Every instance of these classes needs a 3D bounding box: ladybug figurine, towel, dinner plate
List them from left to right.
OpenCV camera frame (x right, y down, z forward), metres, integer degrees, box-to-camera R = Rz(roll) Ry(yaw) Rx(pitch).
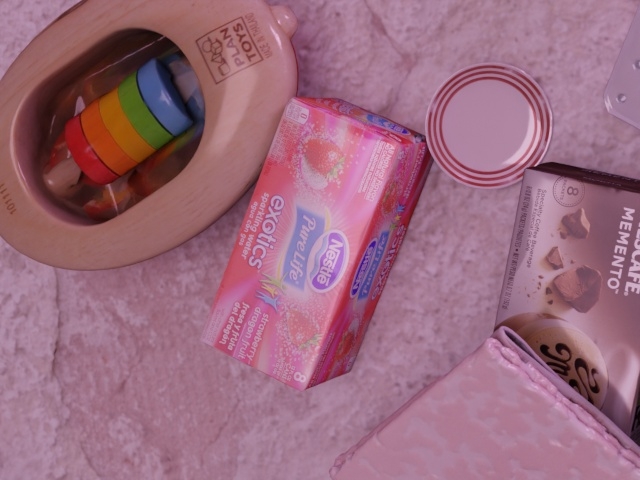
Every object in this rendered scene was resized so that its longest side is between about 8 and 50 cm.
[{"bbox_3d":[-0.199,-0.139,1.765,0.449,0.162,0.305,-28,83,22],"label":"ladybug figurine"},{"bbox_3d":[0.186,-0.127,1.671,0.141,0.017,0.141,0,99,1],"label":"dinner plate"},{"bbox_3d":[0.214,0.276,1.596,0.332,0.053,0.317,41,132,-2],"label":"towel"}]

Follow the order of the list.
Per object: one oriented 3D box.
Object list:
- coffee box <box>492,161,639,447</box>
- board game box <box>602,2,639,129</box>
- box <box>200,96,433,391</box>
[{"bbox_3d":[0.282,0.077,1.611,0.168,0.119,0.297,14,100,21],"label":"coffee box"},{"bbox_3d":[0.509,-0.216,1.452,0.390,0.050,0.390,33,121,27],"label":"board game box"},{"bbox_3d":[0.000,0.000,1.702,0.142,0.154,0.300,25,102,18],"label":"box"}]
